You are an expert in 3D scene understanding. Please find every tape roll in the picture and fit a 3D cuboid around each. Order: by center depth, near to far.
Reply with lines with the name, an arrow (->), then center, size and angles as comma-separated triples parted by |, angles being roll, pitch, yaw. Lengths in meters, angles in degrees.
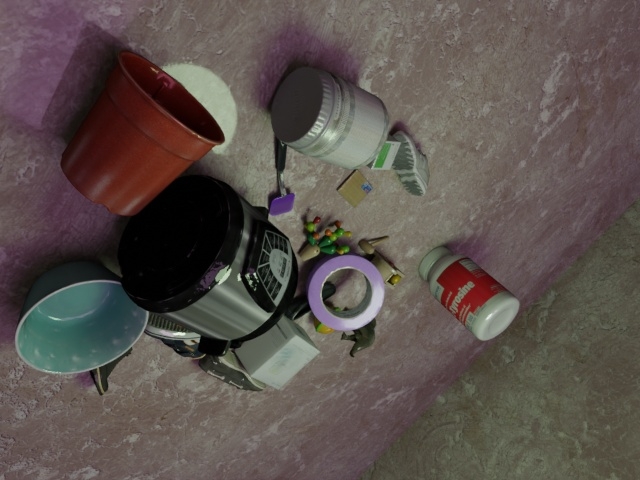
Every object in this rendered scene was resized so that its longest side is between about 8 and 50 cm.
tape roll -> 0.087, 0.179, 1.876 | 0.274, 0.090, 0.275 | -1, 99, -9

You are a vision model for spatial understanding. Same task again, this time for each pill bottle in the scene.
pill bottle -> 0.612, 0.208, 2.211 | 0.229, 0.408, 0.229 | -22, 136, -23

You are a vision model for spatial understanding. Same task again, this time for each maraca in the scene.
maraca -> 0.033, 0.314, 2.076 | 0.127, 0.099, 0.185 | -45, 167, 6

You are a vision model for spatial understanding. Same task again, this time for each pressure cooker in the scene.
pressure cooker -> -0.263, 0.067, 1.383 | 0.370, 0.375, 0.420 | -39, 143, 4

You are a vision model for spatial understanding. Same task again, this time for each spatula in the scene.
spatula -> -0.115, -0.186, 1.550 | 0.084, 0.030, 0.297 | -19, 135, -23

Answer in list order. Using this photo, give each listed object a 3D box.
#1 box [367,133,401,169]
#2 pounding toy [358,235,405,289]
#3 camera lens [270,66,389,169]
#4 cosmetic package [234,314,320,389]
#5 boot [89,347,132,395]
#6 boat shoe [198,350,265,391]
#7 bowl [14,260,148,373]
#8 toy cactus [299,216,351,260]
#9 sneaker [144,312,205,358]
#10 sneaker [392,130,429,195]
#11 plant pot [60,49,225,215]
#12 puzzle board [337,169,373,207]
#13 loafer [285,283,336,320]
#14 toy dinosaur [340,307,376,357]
box -> 0.177, -0.288, 1.646 | 0.087, 0.102, 0.101 | -5, 127, -39
pounding toy -> 0.261, 0.088, 2.012 | 0.155, 0.154, 0.269 | -48, 141, 7
camera lens -> 0.033, -0.321, 1.403 | 0.274, 0.219, 0.219 | 11, 117, -45
cosmetic package -> -0.158, 0.418, 1.967 | 0.224, 0.138, 0.224 | -41, 144, 1
boot -> -0.632, 0.379, 1.599 | 0.137, 0.077, 0.198 | -21, 137, -32
boat shoe -> -0.323, 0.483, 1.929 | 0.095, 0.112, 0.335 | -32, 136, 6
bowl -> -0.622, 0.176, 1.349 | 0.311, 0.163, 0.312 | -22, 136, -23
toy cactus -> 0.000, 0.000, 1.780 | 0.180, 0.112, 0.219 | -35, 147, 21
sneaker -> -0.433, 0.306, 1.653 | 0.321, 0.126, 0.128 | 15, 109, -48
sneaker -> 0.307, -0.280, 1.791 | 0.115, 0.105, 0.281 | -62, 145, -24
plant pot -> -0.396, -0.212, 1.133 | 0.265, 0.272, 0.272 | -44, 141, 15
puzzle board -> 0.117, -0.175, 1.770 | 0.096, 0.011, 0.128 | -47, 141, 4
loafer -> -0.032, 0.234, 1.958 | 0.223, 0.078, 0.076 | -26, 138, -20
toy dinosaur -> 0.166, 0.369, 2.146 | 0.160, 0.313, 0.121 | 17, 107, -6
